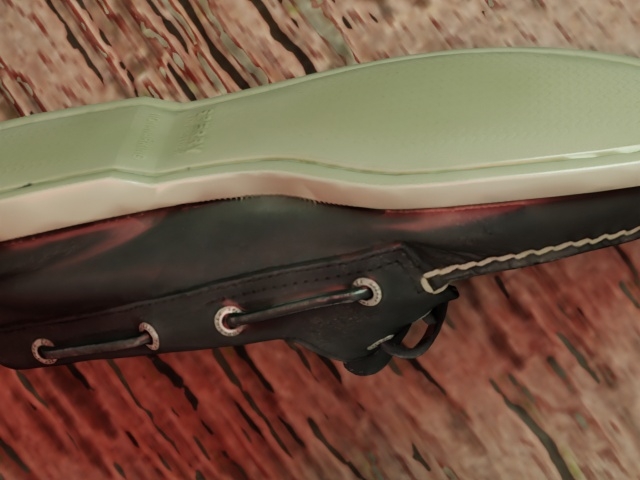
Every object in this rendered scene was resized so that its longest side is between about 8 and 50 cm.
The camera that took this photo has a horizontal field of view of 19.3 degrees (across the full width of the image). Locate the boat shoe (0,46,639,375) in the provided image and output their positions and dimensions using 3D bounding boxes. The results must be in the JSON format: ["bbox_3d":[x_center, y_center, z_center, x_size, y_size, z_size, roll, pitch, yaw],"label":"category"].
[{"bbox_3d":[-0.001,0.002,0.763,0.340,0.127,0.113,-8,117,10],"label":"boat shoe"}]
